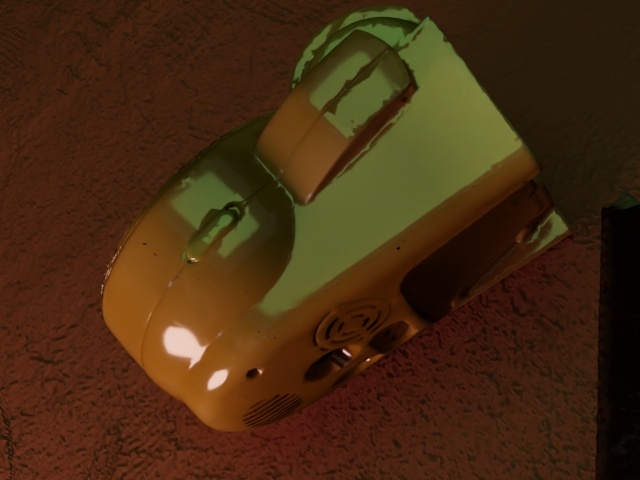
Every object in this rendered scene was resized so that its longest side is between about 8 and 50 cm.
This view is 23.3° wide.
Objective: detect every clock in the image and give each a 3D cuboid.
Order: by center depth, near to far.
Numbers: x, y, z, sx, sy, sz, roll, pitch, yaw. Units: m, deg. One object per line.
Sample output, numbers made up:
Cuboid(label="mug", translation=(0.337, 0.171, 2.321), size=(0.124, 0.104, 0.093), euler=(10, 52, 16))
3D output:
Cuboid(label="clock", translation=(0.000, 0.000, 1.109), size=(0.317, 0.244, 0.200), euler=(-41, 67, 2))

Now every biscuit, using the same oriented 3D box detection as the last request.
Cuboid(label="biscuit", translation=(0.241, 0.081, 1.039), size=(0.106, 0.070, 0.252), euler=(-7, 58, 22))
